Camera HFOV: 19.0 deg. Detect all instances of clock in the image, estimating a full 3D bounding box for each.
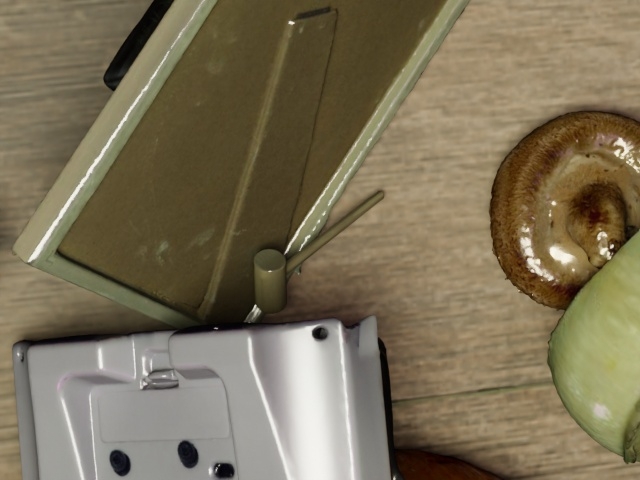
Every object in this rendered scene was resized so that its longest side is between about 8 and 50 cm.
[{"bbox_3d":[-0.072,0.140,1.052,0.083,0.253,0.186,-2,86,-55],"label":"clock"}]

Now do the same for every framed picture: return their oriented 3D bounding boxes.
[{"bbox_3d":[-0.017,-0.091,1.054,0.024,0.232,0.315,33,90,30],"label":"framed picture"}]

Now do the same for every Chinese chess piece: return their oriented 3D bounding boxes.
[{"bbox_3d":[0.223,0.048,1.127,0.188,0.188,0.083,-40,62,-3],"label":"Chinese chess piece"}]

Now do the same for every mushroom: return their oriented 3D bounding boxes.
[{"bbox_3d":[0.160,-0.017,1.150,0.126,0.109,0.085,-25,146,-7],"label":"mushroom"}]

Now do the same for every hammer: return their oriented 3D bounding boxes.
[{"bbox_3d":[0.000,0.000,1.128,0.110,0.019,0.035,-39,146,-35],"label":"hammer"}]

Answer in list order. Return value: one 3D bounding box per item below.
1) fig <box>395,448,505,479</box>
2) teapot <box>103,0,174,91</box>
[{"bbox_3d":[0.037,0.270,1.131,0.190,0.190,0.290,21,94,-14],"label":"fig"},{"bbox_3d":[-0.053,-0.114,1.083,0.087,0.096,0.177,34,91,-15],"label":"teapot"}]
